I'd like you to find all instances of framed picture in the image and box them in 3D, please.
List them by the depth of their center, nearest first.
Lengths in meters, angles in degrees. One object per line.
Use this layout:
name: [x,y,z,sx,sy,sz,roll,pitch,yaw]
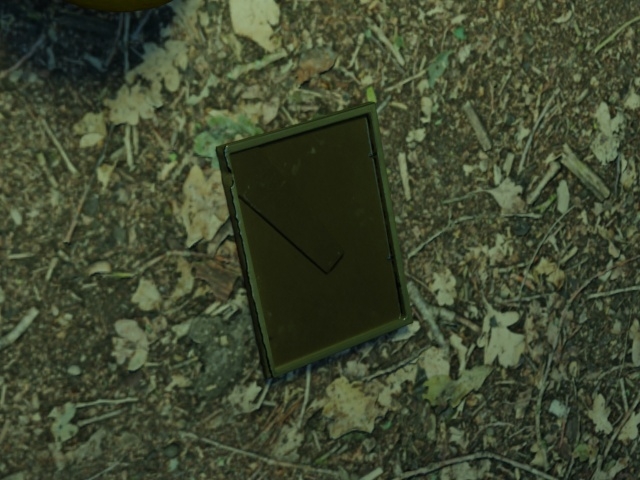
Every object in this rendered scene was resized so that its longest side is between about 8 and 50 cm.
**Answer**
framed picture: [0.000,0.000,1.251,0.211,0.020,0.290,-20,109,-26]

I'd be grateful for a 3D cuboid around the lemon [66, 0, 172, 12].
lemon: [-0.196,-0.309,0.982,0.256,0.188,0.188,-9,104,-31]
